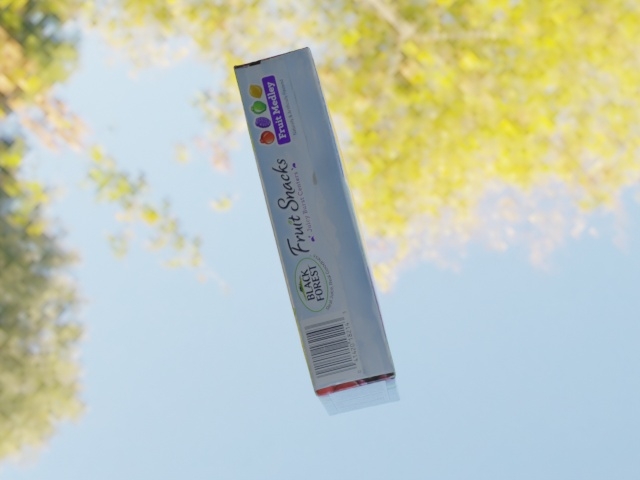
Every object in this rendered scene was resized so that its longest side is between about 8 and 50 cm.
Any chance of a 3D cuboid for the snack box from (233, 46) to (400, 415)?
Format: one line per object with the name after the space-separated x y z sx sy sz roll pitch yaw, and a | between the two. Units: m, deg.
0.000 0.000 0.761 0.037 0.141 0.100 -14 169 0 | snack box
